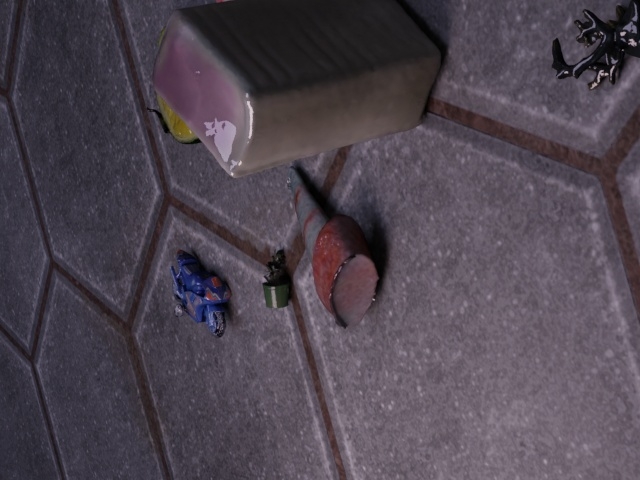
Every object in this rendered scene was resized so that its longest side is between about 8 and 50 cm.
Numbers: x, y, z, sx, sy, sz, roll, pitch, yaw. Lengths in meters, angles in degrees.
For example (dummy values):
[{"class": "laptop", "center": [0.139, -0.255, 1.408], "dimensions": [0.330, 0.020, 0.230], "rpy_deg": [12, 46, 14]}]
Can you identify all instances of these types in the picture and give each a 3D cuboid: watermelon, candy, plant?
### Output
[{"class": "watermelon", "center": [-0.203, -0.273, 1.956], "dimensions": [0.204, 0.127, 0.232], "rpy_deg": [48, 137, 35]}, {"class": "candy", "center": [-0.024, -0.228, 1.498], "dimensions": [0.208, 0.358, 0.145], "rpy_deg": [49, 139, 29]}, {"class": "plant", "center": [-0.078, 0.065, 1.974], "dimensions": [0.051, 0.051, 0.102], "rpy_deg": [9, 105, 55]}]

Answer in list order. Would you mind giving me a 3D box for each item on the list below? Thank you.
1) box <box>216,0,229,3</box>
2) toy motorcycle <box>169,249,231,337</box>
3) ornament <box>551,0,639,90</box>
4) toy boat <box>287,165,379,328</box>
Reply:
[{"class": "box", "center": [-0.138, -0.437, 1.871], "dimensions": [0.089, 0.043, 0.125], "rpy_deg": [16, 115, 53]}, {"class": "toy motorcycle", "center": [-0.235, 0.103, 2.212], "dimensions": [0.205, 0.076, 0.114], "rpy_deg": [38, 123, 46]}, {"class": "ornament", "center": [0.349, -0.163, 1.212], "dimensions": [0.236, 0.080, 0.202], "rpy_deg": [14, 111, 51]}, {"class": "toy boat", "center": [0.000, 0.000, 1.814], "dimensions": [0.206, 0.096, 0.282], "rpy_deg": [87, 158, -44]}]
